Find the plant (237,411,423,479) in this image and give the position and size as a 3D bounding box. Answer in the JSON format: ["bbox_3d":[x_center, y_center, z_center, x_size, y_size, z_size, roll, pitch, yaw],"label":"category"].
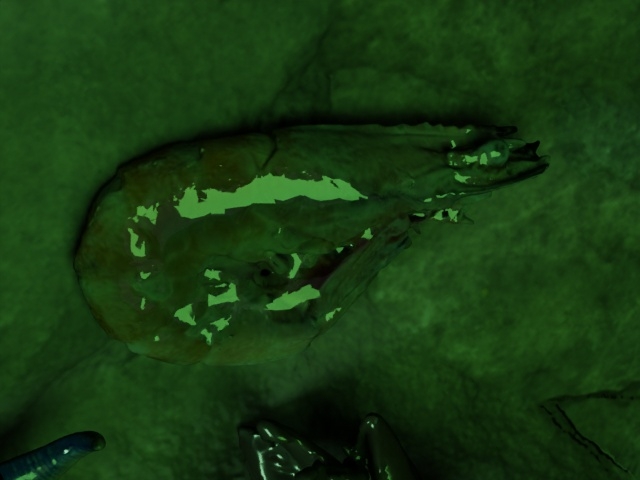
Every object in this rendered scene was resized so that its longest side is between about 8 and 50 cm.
[{"bbox_3d":[0.061,0.250,1.225,0.320,0.182,0.194,32,124,-14],"label":"plant"}]

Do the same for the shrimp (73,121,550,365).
[{"bbox_3d":[0.000,0.000,1.190,0.316,0.062,0.164,-12,123,-13],"label":"shrimp"}]

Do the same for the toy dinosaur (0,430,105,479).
[{"bbox_3d":[-0.255,0.174,1.151,0.188,0.075,0.248,22,124,-34],"label":"toy dinosaur"}]

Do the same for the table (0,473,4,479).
[{"bbox_3d":[-0.289,0.104,1.050,0.169,0.172,0.193,-26,127,-10],"label":"table"}]
